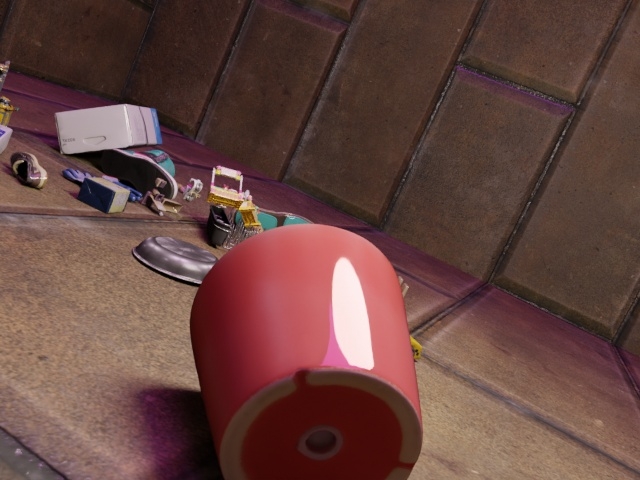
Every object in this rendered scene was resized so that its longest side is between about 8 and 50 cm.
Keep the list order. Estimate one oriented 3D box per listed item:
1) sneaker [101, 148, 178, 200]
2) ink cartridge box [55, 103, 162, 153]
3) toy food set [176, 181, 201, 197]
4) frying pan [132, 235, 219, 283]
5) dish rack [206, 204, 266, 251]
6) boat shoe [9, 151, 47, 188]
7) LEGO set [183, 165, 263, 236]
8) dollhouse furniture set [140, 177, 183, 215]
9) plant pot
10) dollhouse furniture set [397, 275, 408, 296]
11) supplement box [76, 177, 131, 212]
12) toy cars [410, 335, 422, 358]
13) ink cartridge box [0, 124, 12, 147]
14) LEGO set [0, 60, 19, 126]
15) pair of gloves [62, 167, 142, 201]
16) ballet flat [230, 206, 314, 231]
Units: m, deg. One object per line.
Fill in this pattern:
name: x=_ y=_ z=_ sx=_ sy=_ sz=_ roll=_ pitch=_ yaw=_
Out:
sneaker: x=-0.486 y=-0.191 z=1.839 sx=0.296 sy=0.123 sz=0.178 roll=27 pitch=19 yaw=28
ink cartridge box: x=-0.662 y=-0.350 z=1.975 sx=0.223 sy=0.128 sz=0.307 roll=-7 pitch=9 yaw=3
toy food set: x=-0.450 y=-0.167 z=2.093 sx=0.122 sy=0.019 sz=0.078 roll=26 pitch=5 yaw=-47
frying pan: x=-0.241 y=0.062 z=1.227 sx=0.197 sy=0.053 sz=0.326 roll=14 pitch=11 yaw=-46
dish rack: x=-0.173 y=0.001 z=1.654 sx=0.272 sy=0.074 sz=0.208 roll=21 pitch=10 yaw=-19
boat shoe: x=-0.667 y=-0.166 z=1.401 sx=0.152 sy=0.056 sz=0.049 roll=31 pitch=6 yaw=35
LEGO set: x=-0.243 y=-0.120 z=1.772 sx=0.287 sy=0.132 sz=0.107 roll=30 pitch=47 yaw=-40
dollhouse furniture set: x=-0.401 y=-0.100 z=1.670 sx=0.114 sy=0.091 sz=0.081 roll=18 pitch=26 yaw=-51
plant pot: x=-0.013 y=0.148 z=0.687 sx=0.275 sy=0.274 sz=0.243 roll=21 pitch=20 yaw=-16
dollhouse furniture set: x=0.108 y=0.094 z=1.635 sx=0.262 sy=0.135 sz=0.259 roll=23 pitch=9 yaw=-8
supplement box: x=-0.509 y=-0.107 z=1.466 sx=0.083 sy=0.056 sz=0.083 roll=25 pitch=9 yaw=8
toy cars: x=0.046 y=0.143 z=1.345 sx=0.394 sy=0.087 sz=0.176 roll=25 pitch=9 yaw=10
ink cartridge box: x=-0.818 y=-0.237 z=1.401 sx=0.176 sy=0.069 sz=0.371 roll=21 pitch=7 yaw=-23
LEGO set: x=-1.051 y=-0.486 z=1.826 sx=0.332 sy=0.192 sz=0.255 roll=18 pitch=11 yaw=-32
pair of gloves: x=-0.570 y=-0.144 z=1.638 sx=0.198 sy=0.023 sz=0.159 roll=13 pitch=16 yaw=-46
ballet flat: x=-0.137 y=-0.049 z=1.959 sx=0.316 sy=0.107 sz=0.106 roll=22 pitch=2 yaw=-23
